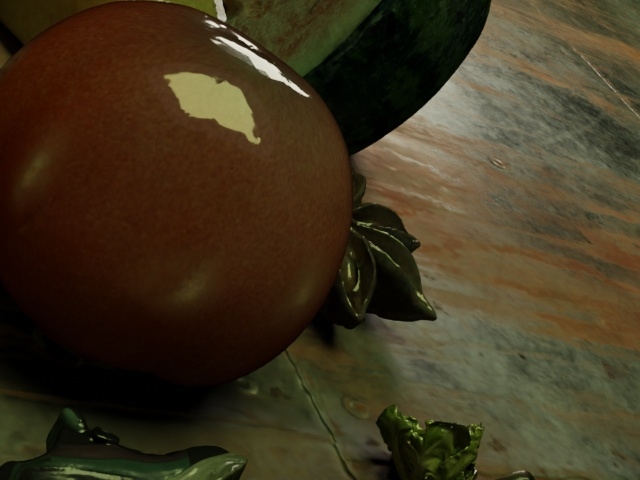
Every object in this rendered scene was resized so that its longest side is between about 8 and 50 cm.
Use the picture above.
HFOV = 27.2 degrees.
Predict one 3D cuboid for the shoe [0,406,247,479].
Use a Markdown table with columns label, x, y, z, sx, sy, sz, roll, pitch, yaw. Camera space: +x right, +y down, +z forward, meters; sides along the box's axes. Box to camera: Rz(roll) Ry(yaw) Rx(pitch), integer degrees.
| label | x | y | z | sx | sy | sz | roll | pitch | yaw |
| --- | --- | --- | --- | --- | --- | --- | --- | --- | --- |
| shoe | -0.118 | 0.129 | 0.720 | 0.099 | 0.071 | 0.169 | 43 | 30 | 25 |

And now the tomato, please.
| label | x | y | z | sx | sy | sz | roll | pitch | yaw |
| --- | --- | --- | --- | --- | --- | --- | --- | --- | --- |
| tomato | -0.102 | -0.032 | 0.851 | 0.256 | 0.224 | 0.256 | 31 | 16 | -10 |

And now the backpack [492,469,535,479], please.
| label | x | y | z | sx | sy | sz | roll | pitch | yaw |
| --- | --- | --- | --- | --- | --- | --- | --- | --- | --- |
| backpack | 0.169 | 0.283 | 0.630 | 0.354 | 0.201 | 0.378 | 21 | 25 | -15 |

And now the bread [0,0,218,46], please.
| label | x | y | z | sx | sy | sz | roll | pitch | yaw |
| --- | --- | --- | --- | --- | --- | --- | --- | --- | --- |
| bread | -0.174 | -0.210 | 1.167 | 0.251 | 0.133 | 0.174 | 43 | 22 | 22 |

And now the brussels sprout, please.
| label | x | y | z | sx | sy | sz | roll | pitch | yaw |
| --- | --- | --- | --- | --- | --- | --- | --- | --- | --- |
| brussels sprout | 0.079 | 0.148 | 0.928 | 0.085 | 0.058 | 0.085 | 10 | 0 | 0 |

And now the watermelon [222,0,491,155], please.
| label | x | y | z | sx | sy | sz | roll | pitch | yaw |
| --- | --- | --- | --- | --- | --- | --- | --- | --- | --- |
| watermelon | 0.041 | -0.231 | 1.243 | 0.283 | 0.251 | 0.292 | 35 | 40 | -74 |

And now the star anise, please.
| label | x | y | z | sx | sy | sz | roll | pitch | yaw |
| --- | --- | --- | --- | --- | --- | --- | --- | --- | --- |
| star anise | 0.009 | -0.003 | 1.087 | 0.197 | 0.073 | 0.212 | 1 | 43 | -42 |
